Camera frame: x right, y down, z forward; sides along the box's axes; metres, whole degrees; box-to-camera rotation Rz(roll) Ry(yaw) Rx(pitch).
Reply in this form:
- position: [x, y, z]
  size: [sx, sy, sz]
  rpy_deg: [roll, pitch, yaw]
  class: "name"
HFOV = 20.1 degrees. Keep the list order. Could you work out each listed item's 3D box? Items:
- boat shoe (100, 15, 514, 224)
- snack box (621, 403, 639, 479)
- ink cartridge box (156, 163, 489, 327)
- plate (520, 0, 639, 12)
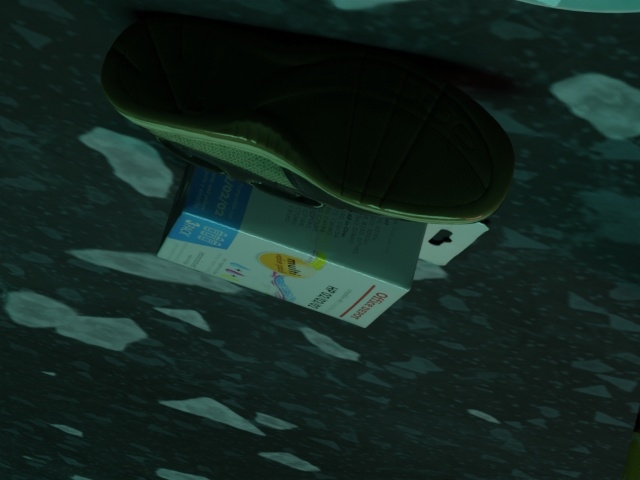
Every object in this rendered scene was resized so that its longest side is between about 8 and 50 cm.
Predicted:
- position: [-0.004, -0.058, 0.935]
  size: [0.224, 0.080, 0.073]
  rpy_deg: [17, 168, 15]
  class: "boat shoe"
- position: [0.238, 0.124, 1.033]
  size: [0.070, 0.207, 0.174]
  rpy_deg: [20, 162, -10]
  class: "snack box"
- position: [0.000, 0.000, 1.108]
  size: [0.181, 0.061, 0.104]
  rpy_deg: [19, 161, -8]
  class: "ink cartridge box"
- position: [0.086, -0.144, 0.689]
  size: [0.188, 0.024, 0.188]
  rpy_deg: [15, 160, 5]
  class: "plate"
